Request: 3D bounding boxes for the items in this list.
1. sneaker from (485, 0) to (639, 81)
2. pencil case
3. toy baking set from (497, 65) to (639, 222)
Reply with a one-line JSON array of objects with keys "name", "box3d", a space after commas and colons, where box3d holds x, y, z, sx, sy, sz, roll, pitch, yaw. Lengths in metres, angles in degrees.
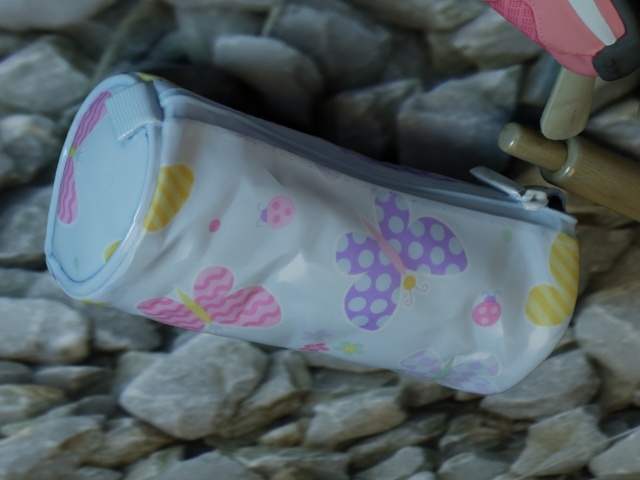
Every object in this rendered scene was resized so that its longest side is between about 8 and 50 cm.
[{"name": "sneaker", "box3d": [0.025, -0.166, 0.808, 0.136, 0.116, 0.314, -22, 136, 29]}, {"name": "pencil case", "box3d": [0.000, 0.000, 0.997, 0.273, 0.113, 0.124, 14, 142, -29]}, {"name": "toy baking set", "box3d": [0.190, -0.084, 1.012, 0.256, 0.030, 0.197, 16, 133, -33]}]
